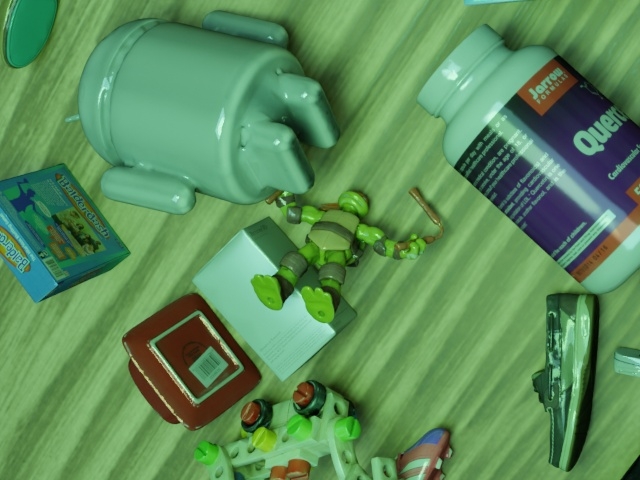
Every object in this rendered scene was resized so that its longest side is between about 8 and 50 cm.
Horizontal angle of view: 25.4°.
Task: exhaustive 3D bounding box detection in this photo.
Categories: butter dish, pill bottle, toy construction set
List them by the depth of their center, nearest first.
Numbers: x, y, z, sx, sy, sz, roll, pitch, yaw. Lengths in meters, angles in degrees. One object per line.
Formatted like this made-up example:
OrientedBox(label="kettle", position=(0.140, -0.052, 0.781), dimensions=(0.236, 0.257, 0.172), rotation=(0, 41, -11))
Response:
OrientedBox(label="pill bottle", position=(0.271, -0.101, 1.660), dimensions=(0.323, 0.181, 0.181), rotation=(43, 110, 6))
OrientedBox(label="toy construction set", position=(-0.039, 0.307, 1.826), dimensions=(0.328, 0.151, 0.215), rotation=(-12, 52, 29))
OrientedBox(label="butter dish", position=(-0.191, 0.178, 1.899), dimensions=(0.160, 0.160, 0.118), rotation=(52, 133, 4))

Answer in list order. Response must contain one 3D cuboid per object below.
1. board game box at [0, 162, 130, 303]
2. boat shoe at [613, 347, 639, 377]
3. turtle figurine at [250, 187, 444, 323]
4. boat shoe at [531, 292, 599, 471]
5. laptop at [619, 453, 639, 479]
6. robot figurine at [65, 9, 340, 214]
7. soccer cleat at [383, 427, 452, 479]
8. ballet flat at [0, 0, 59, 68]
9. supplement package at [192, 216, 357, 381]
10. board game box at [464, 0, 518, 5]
OrientedBox(label="board game box", position=(-0.356, -0.014, 1.867), dimensions=(0.047, 0.210, 0.160), rotation=(-38, 86, 22))
OrientedBox(label="boat shoe", position=(0.409, 0.161, 1.744), dimensions=(0.100, 0.035, 0.035), rotation=(12, 114, 17))
OrientedBox(label="turtle figurine", position=(0.000, 0.000, 1.779), dimensions=(0.270, 0.217, 0.087), rotation=(24, 141, 13))
OrientedBox(label="boat shoe", position=(0.300, 0.172, 1.762), dimensions=(0.073, 0.080, 0.223), rotation=(9, 98, 22))
OrientedBox(label="laptop", position=(0.525, 0.393, 1.756), dimensions=(0.382, 0.236, 0.408), rotation=(40, 139, 8))
OrientedBox(label="robot figurine", position=(-0.155, -0.162, 1.761), dimensions=(0.353, 0.199, 0.300), rotation=(17, 61, 28))
OrientedBox(label="soccer cleat", position=(0.088, 0.339, 1.861), dimensions=(0.095, 0.083, 0.248), rotation=(32, 111, 15))
OrientedBox(label="ballet flat", position=(-0.386, -0.346, 1.898), dimensions=(0.073, 0.080, 0.232), rotation=(34, 108, 39))
OrientedBox(label="supplement package", position=(-0.059, 0.074, 1.842), dimensions=(0.179, 0.105, 0.105), rotation=(47, 111, 4))
OrientedBox(label="board game box", position=(0.261, -0.294, 1.610), dimensions=(0.160, 0.211, 0.039), rotation=(-2, 99, 19))
